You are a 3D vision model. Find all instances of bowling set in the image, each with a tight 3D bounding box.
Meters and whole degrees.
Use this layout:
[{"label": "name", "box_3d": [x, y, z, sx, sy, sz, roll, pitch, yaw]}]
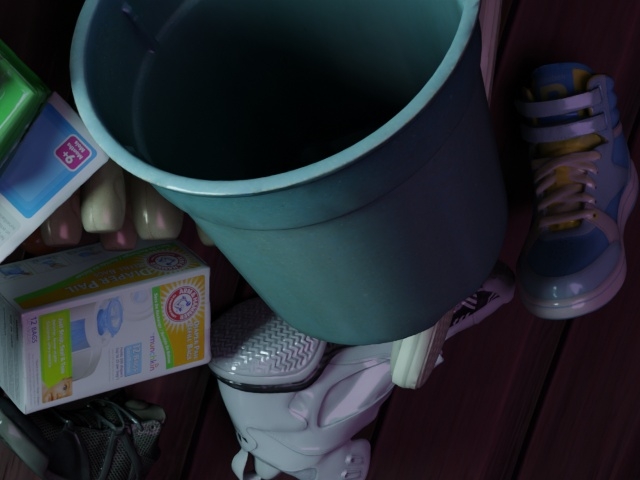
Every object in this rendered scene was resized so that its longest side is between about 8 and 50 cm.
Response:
[{"label": "bowling set", "box_3d": [-0.209, -0.071, 1.564, 0.287, 0.200, 0.154, 11, 75, -68]}]

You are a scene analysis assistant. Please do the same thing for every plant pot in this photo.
[{"label": "plant pot", "box_3d": [0.008, -0.095, 1.465, 0.341, 0.341, 0.334, -43, 145, -9]}]

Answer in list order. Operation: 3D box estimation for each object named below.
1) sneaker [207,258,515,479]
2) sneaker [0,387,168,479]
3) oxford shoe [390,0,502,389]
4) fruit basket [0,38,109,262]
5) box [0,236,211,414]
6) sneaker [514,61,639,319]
[{"label": "sneaker", "box_3d": [0.049, 0.139, 1.860, 0.366, 0.137, 0.210, -17, 123, -23]}, {"label": "sneaker", "box_3d": [-0.242, 0.187, 1.709, 0.130, 0.087, 0.227, -52, 134, -5]}, {"label": "oxford shoe", "box_3d": [0.100, -0.075, 1.720, 0.130, 0.169, 0.449, 7, 86, 5]}, {"label": "fruit basket", "box_3d": [-0.404, -0.066, 1.356, 0.353, 0.165, 0.327, -44, 96, -5]}, {"label": "box", "box_3d": [-0.217, 0.075, 1.654, 0.203, 0.103, 0.114, -13, 120, -30]}, {"label": "sneaker", "box_3d": [0.262, -0.070, 1.843, 0.319, 0.127, 0.208, -68, 145, -54]}]
